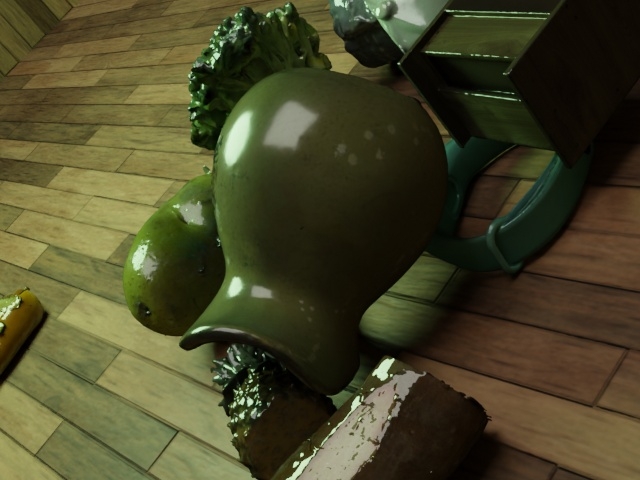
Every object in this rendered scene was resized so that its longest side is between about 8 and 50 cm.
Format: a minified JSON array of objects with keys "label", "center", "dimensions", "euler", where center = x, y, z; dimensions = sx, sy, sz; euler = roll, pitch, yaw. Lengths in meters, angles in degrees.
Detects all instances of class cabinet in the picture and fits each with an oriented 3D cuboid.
[{"label":"cabinet","center":[0.232,-0.207,1.047],"dimensions":[0.215,0.148,0.174],"euler":[-51,34,-14]}]

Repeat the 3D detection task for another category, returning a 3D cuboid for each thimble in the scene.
[{"label":"thimble","center":[0.114,-0.385,1.467],"dimensions":[0.172,0.205,0.236],"euler":[-16,42,33]}]

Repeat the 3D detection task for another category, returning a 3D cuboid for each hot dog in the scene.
[{"label":"hot dog","center":[-0.540,0.182,1.590],"dimensions":[0.109,0.072,0.270],"euler":[-11,40,44]}]

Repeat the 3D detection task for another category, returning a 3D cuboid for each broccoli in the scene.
[{"label":"broccoli","center":[-0.058,-0.202,1.407],"dimensions":[0.248,0.245,0.288],"euler":[-58,-12,21]}]

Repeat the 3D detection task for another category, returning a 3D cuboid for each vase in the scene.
[{"label":"vase","center":[0.000,0.000,1.048],"dimensions":[0.240,0.329,0.303],"euler":[15,83,11]}]

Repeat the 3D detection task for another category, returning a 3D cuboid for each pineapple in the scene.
[{"label":"pineapple","center":[-0.054,0.168,1.052],"dimensions":[0.125,0.125,0.251],"euler":[-43,20,-5]}]

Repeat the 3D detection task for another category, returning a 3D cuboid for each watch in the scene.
[{"label":"watch","center":[0.197,-0.056,1.093],"dimensions":[0.195,0.068,0.237],"euler":[-12,37,35]}]

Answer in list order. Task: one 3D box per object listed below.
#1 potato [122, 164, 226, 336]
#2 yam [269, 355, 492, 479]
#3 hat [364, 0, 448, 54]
[{"label":"potato","center":[-0.154,0.020,1.277],"dimensions":[0.248,0.169,0.143],"euler":[-53,-6,-41]},{"label":"yam","center":[0.033,0.213,0.864],"dimensions":[0.128,0.129,0.238],"euler":[31,76,40]},{"label":"hat","center":[0.210,-0.313,1.223],"dimensions":[0.301,0.168,0.258],"euler":[-33,64,-2]}]
